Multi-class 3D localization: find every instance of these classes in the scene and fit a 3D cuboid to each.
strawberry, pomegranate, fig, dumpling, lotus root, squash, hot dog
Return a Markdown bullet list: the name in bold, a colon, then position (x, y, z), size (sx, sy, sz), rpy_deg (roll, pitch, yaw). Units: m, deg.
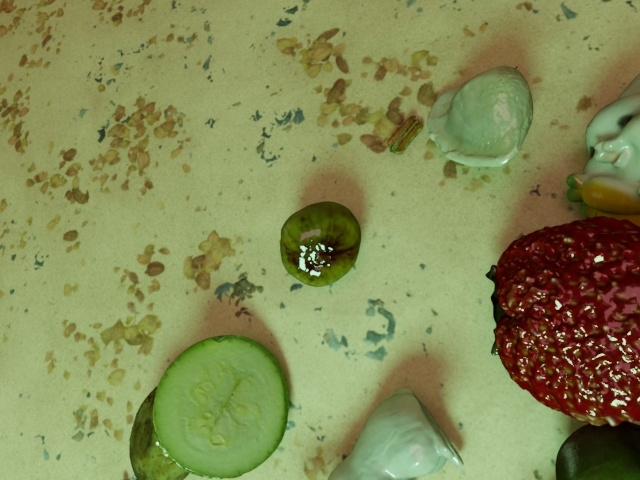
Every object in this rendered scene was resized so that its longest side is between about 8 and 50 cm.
- **strawberry**: position (0.350, 0.090, 0.526), size (0.260, 0.258, 0.261), rpy_deg (-2, 75, 9)
- **pomegranate**: position (0.355, 0.331, 0.515), size (0.224, 0.181, 0.182), rpy_deg (-46, 67, 24)
- **fig**: position (0.001, 0.003, 0.723), size (0.153, 0.120, 0.136), rpy_deg (-44, 106, -18)
- **dumpling**: position (0.262, -0.206, 0.704), size (0.166, 0.126, 0.216), rpy_deg (-10, 76, 31)
- **lotus root**: position (-0.257, 0.339, 0.719), size (0.138, 0.138, 0.214), rpy_deg (20, 94, 20)
- **squash**: position (-0.155, 0.261, 0.681), size (0.219, 0.041, 0.219), rpy_deg (10, 64, -22)
- **hot dog**: position (0.156, -0.193, 0.783), size (0.037, 0.021, 0.083), rpy_deg (44, 88, 1)

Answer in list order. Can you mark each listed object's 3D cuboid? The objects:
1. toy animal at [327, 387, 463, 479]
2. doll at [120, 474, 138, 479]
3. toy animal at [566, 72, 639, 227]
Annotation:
- **toy animal**: position (0.079, 0.358, 0.605), size (0.138, 0.140, 0.282), rpy_deg (36, 85, 30)
- **doll**: position (-0.331, 0.479, 0.747), size (0.057, 0.039, 0.114), rpy_deg (-4, 58, -28)
- **toy animal**: position (0.497, -0.106, 0.579), size (0.247, 0.183, 0.310), rpy_deg (-32, 64, 2)
